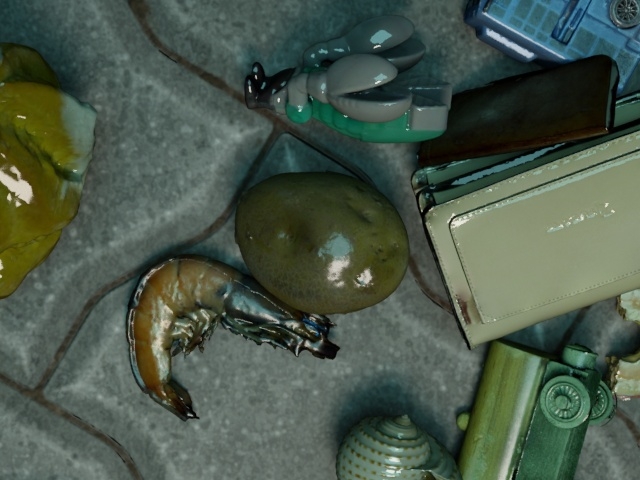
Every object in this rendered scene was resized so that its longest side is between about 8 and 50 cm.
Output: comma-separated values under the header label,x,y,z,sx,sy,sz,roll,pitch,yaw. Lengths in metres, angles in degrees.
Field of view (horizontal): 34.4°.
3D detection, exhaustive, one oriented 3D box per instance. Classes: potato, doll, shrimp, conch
label,x,y,z,sx,sy,sz,roll,pitch,yaw
potato,0.000,0.000,1.337,0.235,0.160,0.178,30,59,8
doll,0.040,-0.194,1.309,0.258,0.195,0.153,-10,133,-12
shrimp,-0.125,0.146,1.386,0.290,0.054,0.222,17,92,0
conch,0.102,0.311,1.376,0.172,0.131,0.200,11,132,-4

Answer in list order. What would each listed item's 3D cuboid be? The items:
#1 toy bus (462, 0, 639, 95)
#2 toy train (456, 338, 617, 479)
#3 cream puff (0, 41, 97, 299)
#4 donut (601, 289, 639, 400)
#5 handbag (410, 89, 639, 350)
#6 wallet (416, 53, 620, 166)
label,x,y,z,sx,sy,sz,roll,pitch,yaw
toy bus,0.304,-0.288,1.348,0.234,0.116,0.134,27,96,-6
toy train,0.278,0.276,1.391,0.189,0.126,0.308,18,94,41
cream puff,-0.462,-0.101,1.247,0.378,0.275,0.378,0,97,-2
donut,0.442,0.135,1.409,0.108,0.065,0.166,6,92,-2
handbag,0.319,-0.025,1.328,0.358,0.160,0.237,-19,110,5
wallet,0.250,-0.162,1.303,0.255,0.137,0.031,-8,136,34
